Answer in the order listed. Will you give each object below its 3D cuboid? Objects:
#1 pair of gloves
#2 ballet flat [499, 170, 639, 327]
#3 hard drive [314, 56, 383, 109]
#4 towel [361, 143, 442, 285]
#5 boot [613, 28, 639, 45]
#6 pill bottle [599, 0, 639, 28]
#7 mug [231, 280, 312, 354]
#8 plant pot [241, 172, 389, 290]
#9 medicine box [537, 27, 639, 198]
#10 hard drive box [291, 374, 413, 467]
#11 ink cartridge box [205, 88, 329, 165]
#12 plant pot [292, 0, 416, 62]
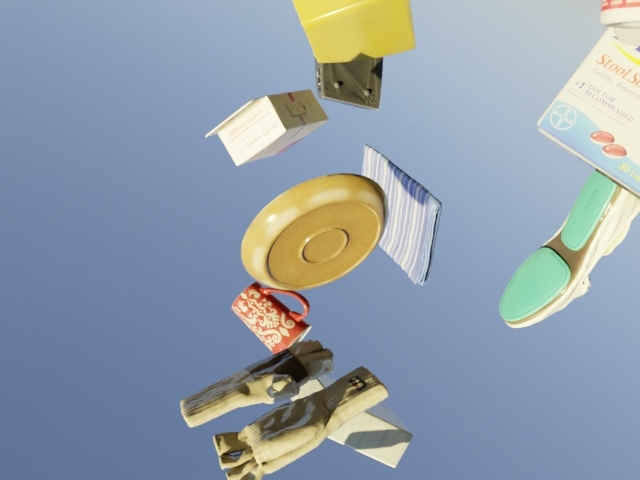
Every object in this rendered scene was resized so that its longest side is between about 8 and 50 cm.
[{"bbox_3d":[-0.050,0.196,0.830,0.204,0.042,0.240,-26,-163,-21],"label":"pair of gloves"},{"bbox_3d":[0.522,0.034,1.402,0.139,0.400,0.139,22,-153,-12],"label":"ballet flat"},{"bbox_3d":[0.062,-0.428,1.555,0.172,0.255,0.054,5,174,-33],"label":"hard drive"},{"bbox_3d":[0.183,-0.066,1.737,0.040,0.243,0.336,-13,-144,-26],"label":"towel"},{"bbox_3d":[0.505,-0.329,0.866,0.123,0.258,0.095,-7,-103,-26],"label":"boot"},{"bbox_3d":[0.353,-0.315,0.711,0.107,0.180,0.108,1,-168,0],"label":"pill bottle"},{"bbox_3d":[-0.107,0.172,1.634,0.169,0.150,0.113,41,175,10],"label":"mug"},{"bbox_3d":[0.000,0.000,1.016,0.236,0.236,0.032,3,-135,-36],"label":"plant pot"},{"bbox_3d":[0.571,-0.234,1.179,0.263,0.289,0.149,39,-165,20],"label":"medicine box"},{"bbox_3d":[0.068,0.400,1.579,0.232,0.089,0.181,30,180,-18],"label":"hard drive box"},{"bbox_3d":[-0.084,-0.184,1.130,0.067,0.115,0.198,59,-149,1],"label":"ink cartridge box"},{"bbox_3d":[0.044,-0.449,1.268,0.212,0.187,0.212,50,-162,-72],"label":"plant pot"}]
